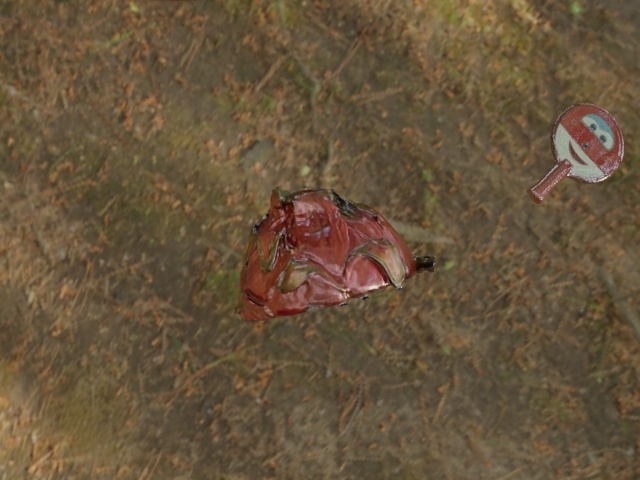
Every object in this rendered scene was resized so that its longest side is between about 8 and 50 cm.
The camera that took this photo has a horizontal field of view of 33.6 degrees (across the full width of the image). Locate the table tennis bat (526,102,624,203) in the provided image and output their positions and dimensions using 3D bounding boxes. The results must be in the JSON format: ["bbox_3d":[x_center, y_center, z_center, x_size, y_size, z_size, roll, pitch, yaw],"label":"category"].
[{"bbox_3d":[0.305,-0.100,1.274,0.155,0.019,0.098,-43,96,-18],"label":"table tennis bat"}]

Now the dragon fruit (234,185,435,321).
[{"bbox_3d":[-0.004,0.001,1.253,0.218,0.224,0.148,-17,93,-60],"label":"dragon fruit"}]
